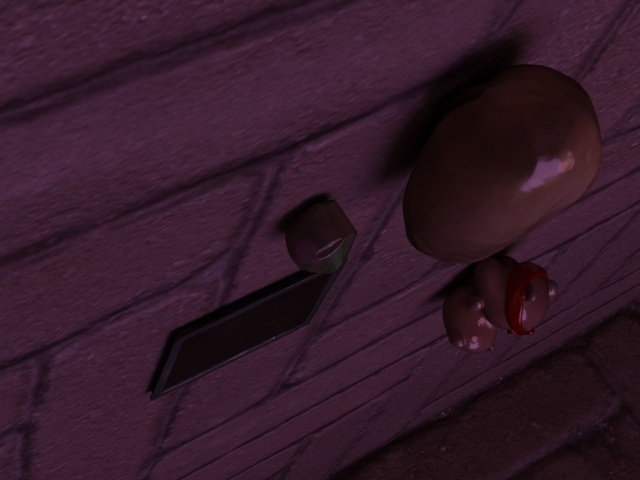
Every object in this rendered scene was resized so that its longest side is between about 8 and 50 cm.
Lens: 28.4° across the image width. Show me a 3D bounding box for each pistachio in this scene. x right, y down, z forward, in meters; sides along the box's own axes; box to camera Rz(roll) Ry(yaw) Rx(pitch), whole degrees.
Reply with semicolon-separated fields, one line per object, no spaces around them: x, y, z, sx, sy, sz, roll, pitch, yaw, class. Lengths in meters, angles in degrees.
0.207;-0.080;1.441;0.187;0.187;0.299;-25;163;-28;pistachio

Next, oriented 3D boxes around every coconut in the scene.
0.000;0.000;1.461;0.082;0.081;0.083;-30;178;35;coconut

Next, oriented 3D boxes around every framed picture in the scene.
-0.101;0.118;1.709;0.274;0.017;0.217;-24;161;-29;framed picture

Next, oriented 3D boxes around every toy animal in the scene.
0.317;0.109;2.257;0.198;0.171;0.171;-32;165;21;toy animal
